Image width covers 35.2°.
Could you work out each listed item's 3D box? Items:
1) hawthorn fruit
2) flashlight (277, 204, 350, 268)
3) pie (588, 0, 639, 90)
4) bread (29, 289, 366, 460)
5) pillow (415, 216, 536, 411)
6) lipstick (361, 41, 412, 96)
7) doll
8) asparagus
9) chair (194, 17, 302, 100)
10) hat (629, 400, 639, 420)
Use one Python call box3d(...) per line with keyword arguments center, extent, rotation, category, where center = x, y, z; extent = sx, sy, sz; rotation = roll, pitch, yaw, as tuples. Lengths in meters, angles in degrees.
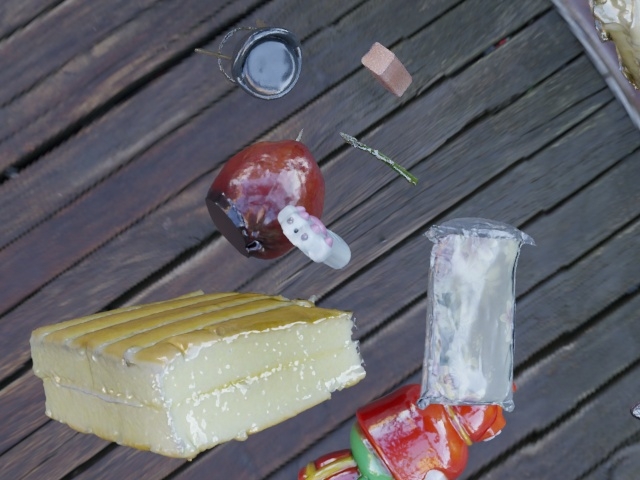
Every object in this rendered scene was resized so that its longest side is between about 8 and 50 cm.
box3d(center=(-0.084, -0.086, 1.720), extent=(0.190, 0.189, 0.251), rotation=(28, 59, -1), category="hawthorn fruit")
box3d(center=(0.000, 0.000, 1.443), extent=(0.047, 0.200, 0.093), rotation=(-44, 70, 6), category="flashlight")
box3d(center=(0.369, -0.279, 1.092), extent=(0.083, 0.339, 0.339), rotation=(-17, 87, 39), category="pie")
box3d(center=(-0.115, 0.120, 0.993), extent=(0.246, 0.239, 0.111), rotation=(-13, 101, -42), category="bread")
box3d(center=(0.190, 0.096, 1.306), extent=(0.169, 0.059, 0.255), rotation=(2, 94, -28), category="pillow")
box3d(center=(0.112, -0.281, 1.668), extent=(0.045, 0.145, 0.045), rotation=(41, 95, 17), category="lipstick")
box3d(center=(0.131, 0.302, 1.506), extent=(0.363, 0.182, 0.160), rotation=(-29, 89, 4), category="doll")
box3d(center=(0.090, -0.123, 1.514), extent=(0.163, 0.016, 0.016), rotation=(28, 49, -35), category="asparagus")
box3d(center=(-0.085, -0.235, 1.331), extent=(0.104, 0.221, 0.095), rotation=(-31, 108, -7), category="chair")
box3d(center=(0.633, 0.315, 1.719), extent=(0.193, 0.193, 0.082), rotation=(-12, 92, -3), category="hat")
